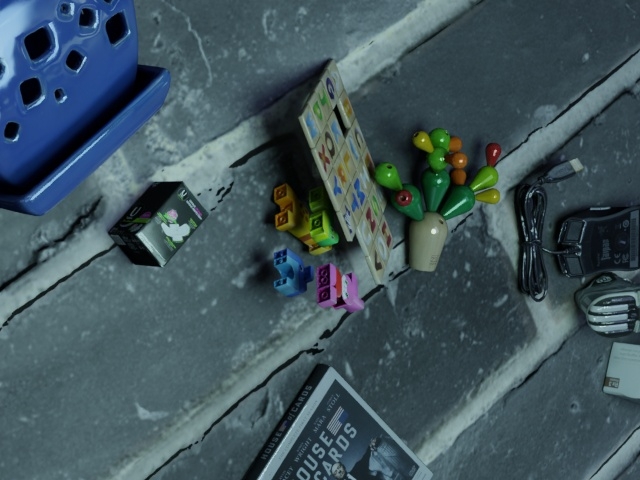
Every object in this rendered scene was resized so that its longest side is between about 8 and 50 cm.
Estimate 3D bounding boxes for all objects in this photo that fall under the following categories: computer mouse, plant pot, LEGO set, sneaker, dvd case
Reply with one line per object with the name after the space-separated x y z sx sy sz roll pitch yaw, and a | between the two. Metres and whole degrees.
0.371 -0.033 1.983 0.262 0.060 0.184 -15 107 -26 | computer mouse
-0.298 -0.160 1.317 0.236 0.236 0.212 -48 128 -27 | plant pot
0.000 0.000 1.648 0.093 0.087 0.227 37 42 -45 | LEGO set
0.471 0.079 2.012 0.228 0.132 0.086 1 108 -12 | sneaker
0.027 0.293 1.740 0.239 0.029 0.179 48 64 -32 | dvd case

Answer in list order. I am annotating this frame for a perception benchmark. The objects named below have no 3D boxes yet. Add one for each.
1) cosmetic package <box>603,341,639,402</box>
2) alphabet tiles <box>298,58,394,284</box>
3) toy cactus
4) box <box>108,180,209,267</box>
0.540 0.217 2.101 0.231 0.117 0.086 22 79 -40 | cosmetic package
0.037 -0.075 1.660 0.198 0.009 0.237 -68 139 -62 | alphabet tiles
0.152 -0.050 1.778 0.219 0.112 0.181 -7 109 -53 | toy cactus
-0.175 -0.019 1.529 0.083 0.062 0.052 -50 120 -25 | box
